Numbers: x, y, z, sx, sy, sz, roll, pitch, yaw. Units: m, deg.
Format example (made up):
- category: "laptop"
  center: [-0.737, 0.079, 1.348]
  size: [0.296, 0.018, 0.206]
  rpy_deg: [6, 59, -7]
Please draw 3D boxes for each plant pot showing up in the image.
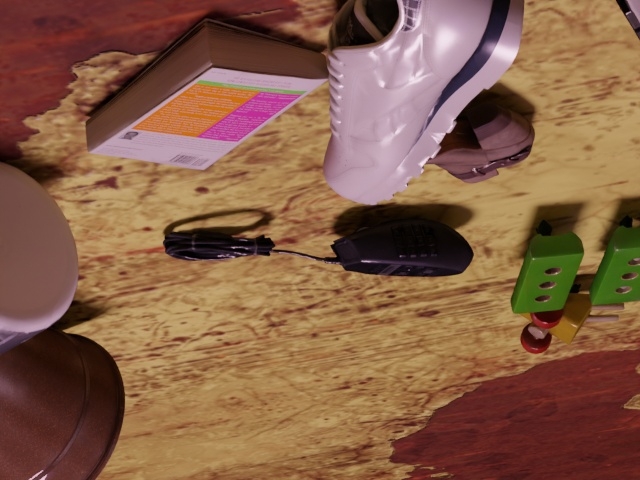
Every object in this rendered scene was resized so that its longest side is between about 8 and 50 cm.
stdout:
- category: "plant pot"
  center: [-0.269, 0.119, 1.486]
  size: [0.167, 0.167, 0.165]
  rpy_deg: [-17, 147, 21]

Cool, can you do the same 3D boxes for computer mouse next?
- category: "computer mouse"
  center: [0.000, 0.000, 1.439]
  size: [0.242, 0.041, 0.071]
  rpy_deg: [4, 171, -11]

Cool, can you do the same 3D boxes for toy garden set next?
- category: "toy garden set"
  center: [0.276, 0.025, 1.553]
  size: [0.244, 0.049, 0.204]
  rpy_deg: [-6, 154, -5]

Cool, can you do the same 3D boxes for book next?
- category: "book"
  center: [-0.075, -0.088, 1.215]
  size: [0.096, 0.035, 0.144]
  rpy_deg: [9, 152, -38]

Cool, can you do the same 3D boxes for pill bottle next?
- category: "pill bottle"
  center: [-0.294, 0.044, 1.330]
  size: [0.130, 0.130, 0.245]
  rpy_deg: [16, 148, -42]

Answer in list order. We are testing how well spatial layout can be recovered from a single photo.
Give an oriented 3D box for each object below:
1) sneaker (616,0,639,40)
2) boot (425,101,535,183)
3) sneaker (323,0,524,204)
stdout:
- category: "sneaker"
  center: [0.202, -0.189, 1.015]
  size: [0.124, 0.107, 0.283]
  rpy_deg: [-29, 156, 11]
- category: "boot"
  center: [0.092, -0.062, 1.308]
  size: [0.118, 0.042, 0.087]
  rpy_deg: [-13, 158, 13]
- category: "sneaker"
  center: [0.041, -0.106, 1.159]
  size: [0.094, 0.090, 0.235]
  rpy_deg: [11, 145, -18]
